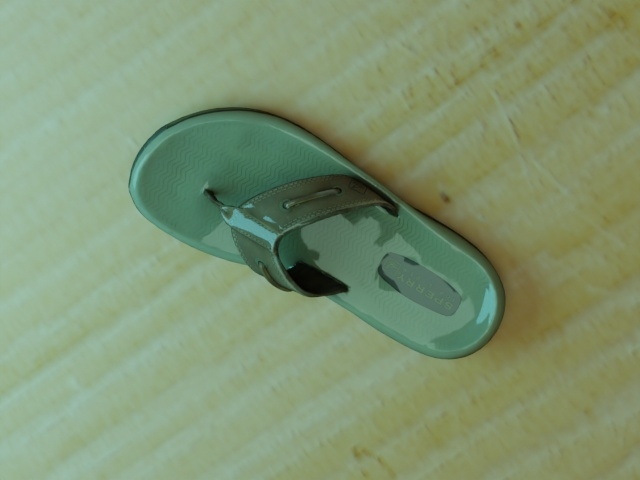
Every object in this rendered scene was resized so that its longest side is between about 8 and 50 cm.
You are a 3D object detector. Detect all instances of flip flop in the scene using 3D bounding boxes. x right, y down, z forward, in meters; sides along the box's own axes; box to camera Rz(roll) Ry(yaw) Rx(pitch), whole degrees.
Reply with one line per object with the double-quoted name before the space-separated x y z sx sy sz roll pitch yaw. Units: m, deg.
"flip flop" 0.000 0.000 1.278 0.277 0.080 0.112 30 104 -2
